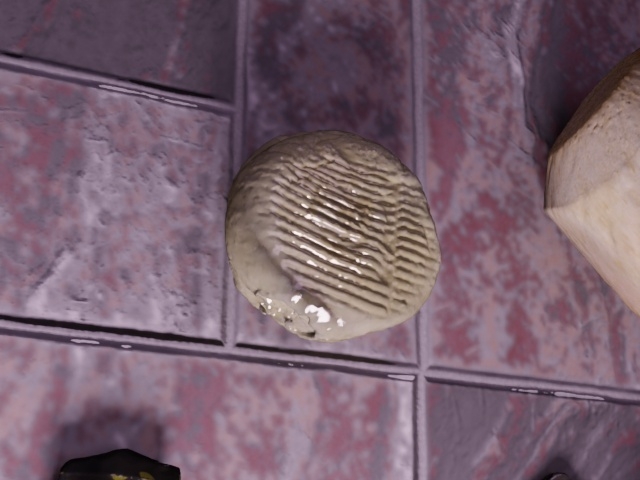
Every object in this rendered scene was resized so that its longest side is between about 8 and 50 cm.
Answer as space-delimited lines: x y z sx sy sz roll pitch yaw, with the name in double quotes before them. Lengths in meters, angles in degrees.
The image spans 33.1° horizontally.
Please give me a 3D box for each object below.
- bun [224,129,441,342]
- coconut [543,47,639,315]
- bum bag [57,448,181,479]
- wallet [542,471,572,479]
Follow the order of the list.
"bun" 0.000 0.000 1.035 0.220 0.134 0.220 11 62 -22
"coconut" 0.415 -0.050 1.184 0.329 0.329 0.329 9 70 -24
"bum bag" -0.187 0.285 0.888 0.107 0.060 0.232 18 64 -11
"wallet" 0.219 0.309 1.111 0.157 0.018 0.082 -30 88 -30
